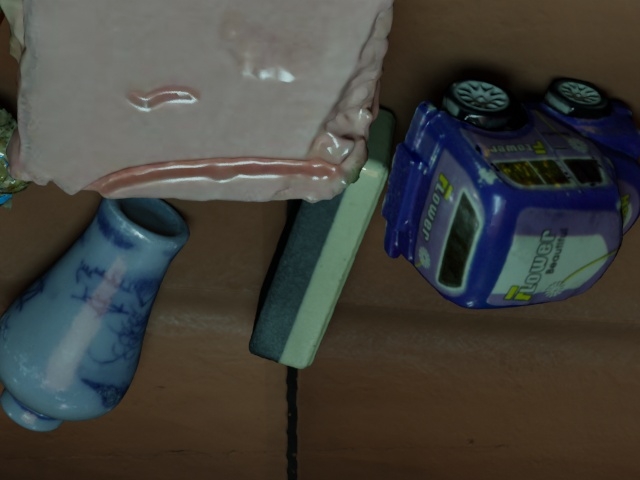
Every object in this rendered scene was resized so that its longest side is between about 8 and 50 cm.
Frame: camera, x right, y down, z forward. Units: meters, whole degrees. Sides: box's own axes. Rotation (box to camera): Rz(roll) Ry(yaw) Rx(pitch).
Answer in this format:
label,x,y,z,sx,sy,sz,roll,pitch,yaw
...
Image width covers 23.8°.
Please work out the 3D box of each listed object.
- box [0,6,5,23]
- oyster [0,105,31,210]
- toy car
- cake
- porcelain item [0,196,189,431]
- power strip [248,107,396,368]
label,x,y,z,sx,sy,sz,roll,pitch,yaw
box,-0.378,-0.340,1.094,0.349,0.257,0.318,10,127,-3
oyster,-0.381,-0.076,1.383,0.260,0.092,0.198,6,121,4
toy car,0.183,-0.031,1.302,0.235,0.158,0.172,-7,129,-25
cake,-0.074,-0.225,1.118,0.293,0.307,0.314,4,126,0
porcelain item,-0.224,0.072,1.448,0.141,0.141,0.259,26,115,-13
power strip,0.000,0.000,1.391,0.070,0.105,0.256,19,125,-5
